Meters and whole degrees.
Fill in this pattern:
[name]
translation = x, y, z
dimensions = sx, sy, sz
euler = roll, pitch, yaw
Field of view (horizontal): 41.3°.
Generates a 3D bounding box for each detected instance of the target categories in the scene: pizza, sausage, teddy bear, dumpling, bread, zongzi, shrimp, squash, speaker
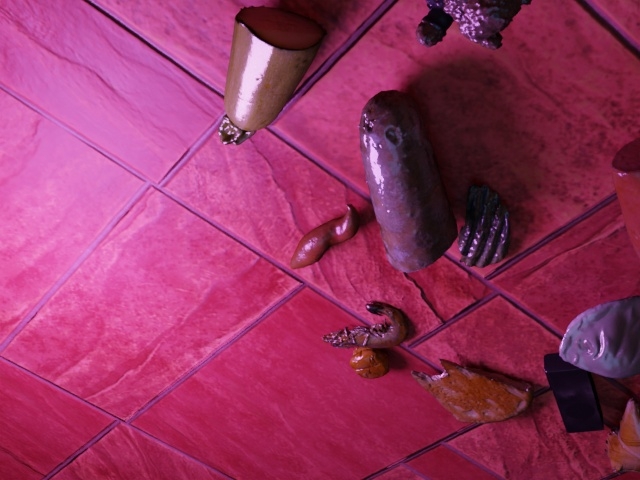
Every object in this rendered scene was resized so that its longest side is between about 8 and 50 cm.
[pizza]
translation = 0.308, 0.315, 1.783
dimensions = 0.262, 0.034, 0.181
euler = 25, 133, -13
[sausage]
translation = 0.537, -0.040, 1.338
dimensions = 0.114, 0.113, 0.259
euler = -13, 128, 23
[teddy bear]
translation = 0.168, -0.351, 1.097
dimensions = 0.251, 0.129, 0.182
euler = 44, 138, 24
[dumpling]
translation = 0.543, 0.175, 1.564
dimensions = 0.219, 0.152, 0.108
euler = 1, 178, -9
[bread]
translation = 0.101, 0.250, 1.757
dimensions = 0.081, 0.046, 0.083
euler = -2, 132, 10
[zongzi]
translation = 0.700, 0.402, 1.748
dimensions = 0.195, 0.099, 0.197
euler = 6, 127, 6
[shrimp]
translation = 0.086, 0.171, 1.693
dimensions = 0.178, 0.034, 0.124
euler = 0, 131, 10
[squash]
translation = -0.088, -0.247, 1.289
dimensions = 0.137, 0.137, 0.287
euler = 20, 148, -7
[speaker]
translation = 0.516, 0.311, 1.727
dimensions = 0.082, 0.044, 0.218
euler = -10, 131, 21

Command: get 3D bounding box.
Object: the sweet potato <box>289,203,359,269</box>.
[sweet potato]
translation = 0.001, 0.002, 1.531
dimensions = 0.202, 0.058, 0.055
euler = -36, 97, 38

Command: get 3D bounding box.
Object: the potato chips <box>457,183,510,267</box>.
[potato chips]
translation = 0.286, -0.022, 1.467
dimensions = 0.092, 0.028, 0.207
euler = 5, 136, 6

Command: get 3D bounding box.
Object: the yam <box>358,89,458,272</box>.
[yam]
translation = 0.139, -0.094, 1.366
dimensions = 0.133, 0.133, 0.330
euler = -6, 129, 17
